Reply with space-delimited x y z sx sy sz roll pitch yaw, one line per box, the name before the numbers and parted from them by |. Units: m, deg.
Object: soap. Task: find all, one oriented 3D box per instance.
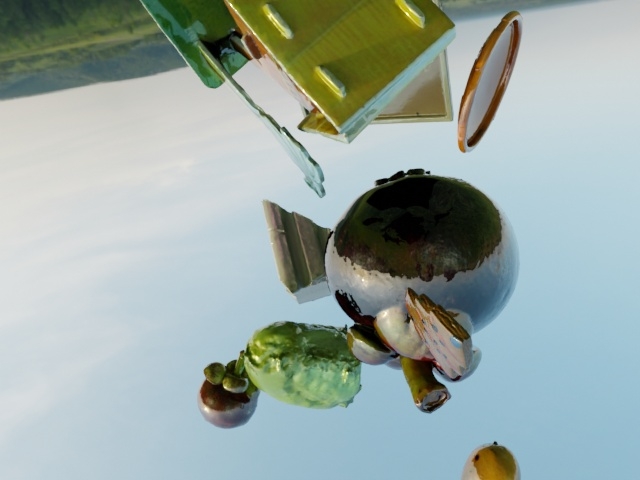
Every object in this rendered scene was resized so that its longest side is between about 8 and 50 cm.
soap | 0.000 0.000 1.303 0.257 0.159 0.303 -18 -116 1

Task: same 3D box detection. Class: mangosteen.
mangosteen | -0.213 0.366 1.175 0.155 0.181 0.146 19 -149 -37
mangosteen | 0.196 0.084 0.940 0.381 0.436 0.382 -9 176 -1

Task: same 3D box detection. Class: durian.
durian | -0.028 0.272 1.112 0.339 0.256 0.205 15 -122 -20

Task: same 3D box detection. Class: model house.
model house | 0.026 -0.234 0.583 0.300 0.340 0.324 -42 -123 -3

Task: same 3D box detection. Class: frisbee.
frisbee | 0.226 -0.216 0.675 0.035 0.192 0.192 26 -145 22

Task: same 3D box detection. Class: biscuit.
biscuit | 0.133 0.105 0.546 0.019 0.120 0.130 -30 175 -10

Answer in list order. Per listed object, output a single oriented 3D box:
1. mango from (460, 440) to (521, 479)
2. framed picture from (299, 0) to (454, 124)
mango | 0.325 0.479 0.950 0.089 0.178 0.115 7 -162 -17
framed picture | 0.080 -0.325 0.920 0.323 0.241 0.020 4 -136 29
